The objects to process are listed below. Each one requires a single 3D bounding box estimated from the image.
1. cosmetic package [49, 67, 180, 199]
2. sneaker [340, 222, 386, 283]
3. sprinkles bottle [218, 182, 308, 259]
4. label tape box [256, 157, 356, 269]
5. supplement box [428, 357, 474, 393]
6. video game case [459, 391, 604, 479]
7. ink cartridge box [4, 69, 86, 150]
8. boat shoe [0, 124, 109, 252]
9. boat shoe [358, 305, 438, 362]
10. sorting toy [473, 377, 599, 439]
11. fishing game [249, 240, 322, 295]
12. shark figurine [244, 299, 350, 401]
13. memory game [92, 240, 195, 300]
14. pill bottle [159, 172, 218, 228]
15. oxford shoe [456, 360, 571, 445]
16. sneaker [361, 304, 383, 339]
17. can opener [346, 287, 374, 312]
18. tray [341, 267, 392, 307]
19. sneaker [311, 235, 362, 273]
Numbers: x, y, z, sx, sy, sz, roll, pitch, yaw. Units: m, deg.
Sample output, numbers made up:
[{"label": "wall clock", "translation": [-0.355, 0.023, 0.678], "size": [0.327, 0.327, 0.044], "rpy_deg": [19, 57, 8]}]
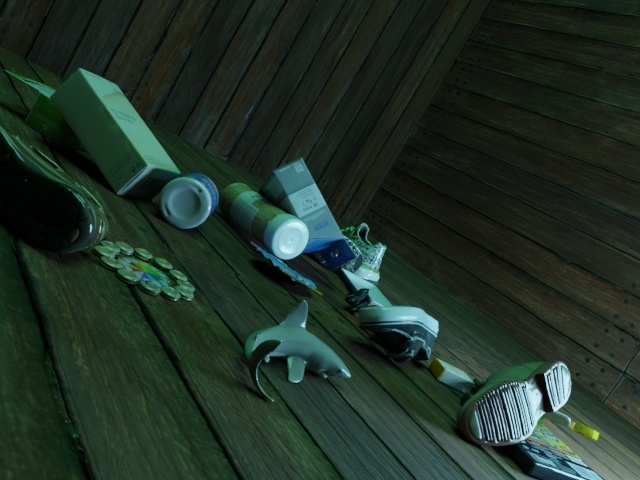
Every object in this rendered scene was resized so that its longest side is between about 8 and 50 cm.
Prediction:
[{"label": "cosmetic package", "translation": [-0.503, -0.257, 1.454], "size": [0.309, 0.113, 0.160], "rpy_deg": [53, 12, 9]}, {"label": "sneaker", "translation": [0.119, 0.009, 2.238], "size": [0.158, 0.182, 0.410], "rpy_deg": [23, 10, -44]}, {"label": "sprinkles bottle", "translation": [-0.176, -0.065, 1.730], "size": [0.121, 0.121, 0.355], "rpy_deg": [24, 6, -41]}, {"label": "label tape box", "translation": [-0.051, -0.051, 1.781], "size": [0.333, 0.106, 0.240], "rpy_deg": [61, -21, 2]}, {"label": "supplement box", "translation": [0.323, 0.335, 1.457], "size": [0.098, 0.036, 0.062], "rpy_deg": [28, 8, -18]}, {"label": "video game case", "translation": [0.472, 0.452, 1.293], "size": [0.275, 0.035, 0.248], "rpy_deg": [26, 9, -26]}, {"label": "ink cartridge box", "translation": [-0.725, -0.348, 1.611], "size": [0.255, 0.097, 0.189], "rpy_deg": [31, 8, 11]}, {"label": "boat shoe", "translation": [-0.466, -0.090, 0.912], "size": [0.324, 0.122, 0.120], "rpy_deg": [40, 3, 7]}, {"label": "boat shoe", "translation": [0.195, 0.222, 1.358], "size": [0.121, 0.119, 0.335], "rpy_deg": [-6, -17, 34]}, {"label": "sorting toy", "translation": [0.524, 0.420, 1.433], "size": [0.307, 0.041, 0.229], "rpy_deg": [24, -8, 13]}, {"label": "fishing game", "translation": [-0.092, 0.081, 1.505], "size": [0.189, 0.041, 0.264], "rpy_deg": [35, -2, -31]}, {"label": "shark figurine", "translation": [-0.055, 0.149, 0.924], "size": [0.166, 0.116, 0.278], "rpy_deg": [33, 6, 27]}, {"label": "memory game", "translation": [-0.297, 0.049, 1.001], "size": [0.186, 0.012, 0.186], "rpy_deg": [31, 8, -5]}, {"label": "pill bottle", "translation": [-0.323, -0.106, 1.480], "size": [0.124, 0.124, 0.221], "rpy_deg": [30, 8, -9]}, {"label": "oxford shoe", "translation": [0.388, 0.342, 1.243], "size": [0.348, 0.123, 0.130], "rpy_deg": [-7, -3, -38]}, {"label": "sneaker", "translation": [0.133, 0.201, 1.506], "size": [0.067, 0.064, 0.175], "rpy_deg": [19, 7, -13]}, {"label": "can opener", "translation": [0.107, 0.175, 1.650], "size": [0.186, 0.073, 0.059], "rpy_deg": [-26, 96, -78]}, {"label": "tray", "translation": [0.147, 0.169, 1.890], "size": [0.145, 0.030, 0.270], "rpy_deg": [29, 7, -16]}, {"label": "sneaker", "translation": [0.000, 0.000, 2.044], "size": [0.330, 0.129, 0.147], "rpy_deg": [30, 10, -4]}]
